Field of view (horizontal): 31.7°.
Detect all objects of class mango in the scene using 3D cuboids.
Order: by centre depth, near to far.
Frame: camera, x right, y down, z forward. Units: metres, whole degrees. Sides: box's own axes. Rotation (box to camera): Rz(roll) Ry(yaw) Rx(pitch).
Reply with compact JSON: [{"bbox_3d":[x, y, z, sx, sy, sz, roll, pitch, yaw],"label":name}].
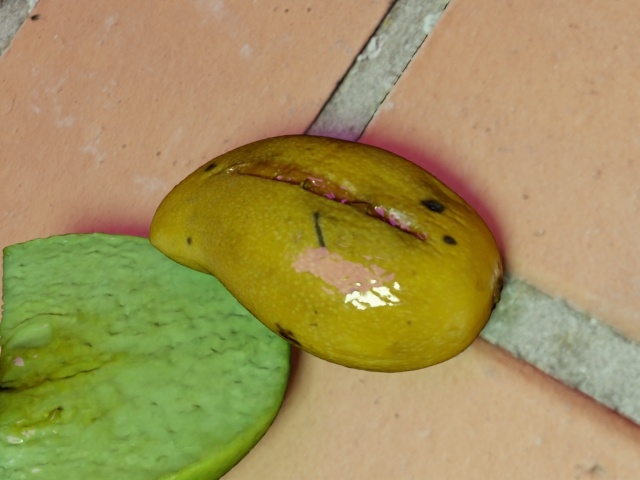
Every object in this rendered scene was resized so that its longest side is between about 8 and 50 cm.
[{"bbox_3d":[0.000,-0.003,0.870,0.295,0.120,0.177,24,60,25],"label":"mango"}]

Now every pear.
[{"bbox_3d":[-0.136,0.120,0.915,0.239,0.139,0.288,-14,44,1],"label":"pear"}]
